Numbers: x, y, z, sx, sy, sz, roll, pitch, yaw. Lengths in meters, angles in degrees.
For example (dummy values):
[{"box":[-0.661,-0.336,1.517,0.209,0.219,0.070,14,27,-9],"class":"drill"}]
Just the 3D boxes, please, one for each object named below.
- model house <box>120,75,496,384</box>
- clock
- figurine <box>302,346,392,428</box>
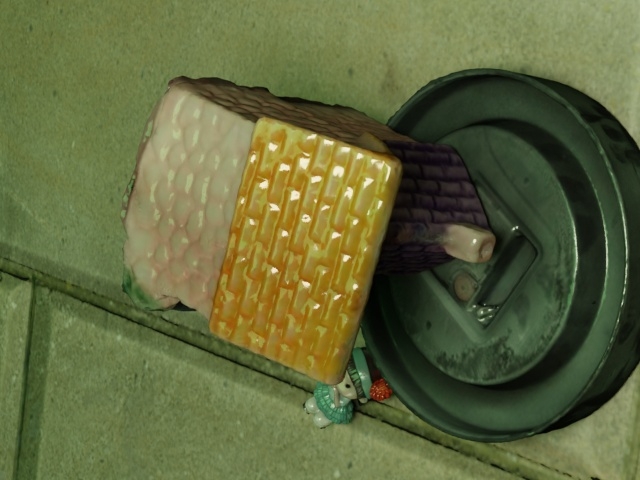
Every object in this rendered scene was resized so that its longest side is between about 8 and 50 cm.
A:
[{"box":[0.000,0.000,1.374,0.237,0.237,0.202,28,104,45],"class":"model house"},{"box":[0.151,0.012,1.432,0.319,0.066,0.318,2,93,47],"class":"clock"},{"box":[0.027,0.144,1.583,0.106,0.047,0.060,-44,51,41],"class":"figurine"}]
